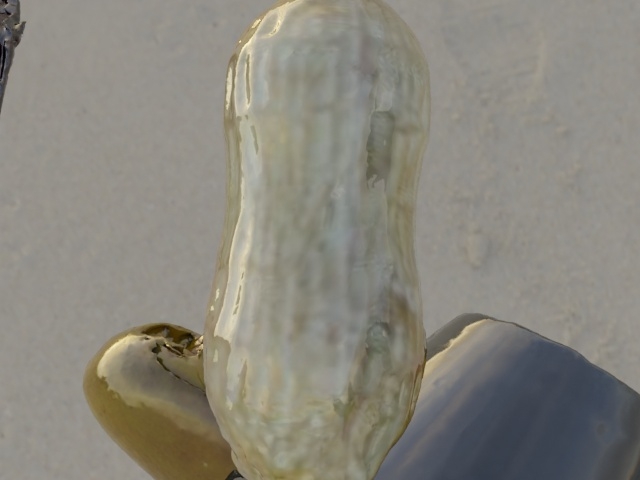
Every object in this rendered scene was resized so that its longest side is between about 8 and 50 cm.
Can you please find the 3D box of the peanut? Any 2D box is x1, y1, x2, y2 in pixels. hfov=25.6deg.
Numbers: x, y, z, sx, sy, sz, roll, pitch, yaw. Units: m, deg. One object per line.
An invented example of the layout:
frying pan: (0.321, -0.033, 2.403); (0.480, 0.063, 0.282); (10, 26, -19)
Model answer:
peanut: (0.000, 0.000, 0.546); (0.087, 0.087, 0.207); (0, 80, 21)

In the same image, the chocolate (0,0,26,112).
chocolate: (-0.195, -0.084, 0.711); (0.028, 0.086, 0.182); (-46, 35, 36)

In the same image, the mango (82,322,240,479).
mango: (-0.051, 0.144, 1.032); (0.262, 0.167, 0.130); (33, 42, 1)

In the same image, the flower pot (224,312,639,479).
flower pot: (0.094, 0.146, 0.752); (0.269, 0.269, 0.166); (23, 70, 38)
